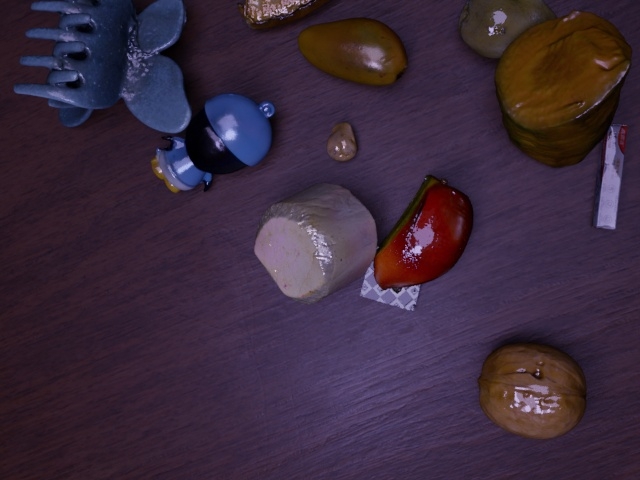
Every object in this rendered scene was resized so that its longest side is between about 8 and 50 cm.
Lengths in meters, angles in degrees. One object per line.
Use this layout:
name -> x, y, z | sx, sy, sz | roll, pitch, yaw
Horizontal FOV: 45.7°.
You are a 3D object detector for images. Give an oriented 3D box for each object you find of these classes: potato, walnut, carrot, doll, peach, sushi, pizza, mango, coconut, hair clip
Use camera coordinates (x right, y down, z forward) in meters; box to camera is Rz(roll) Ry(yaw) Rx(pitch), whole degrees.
potato -> 0.048, -0.219, 1.683 | 0.068, 0.062, 0.083 | 6, 72, -5
walnut -> 0.436, 0.310, 1.573 | 0.222, 0.195, 0.195 | 12, 94, 10
carrot -> 0.464, -0.296, 1.483 | 0.242, 0.341, 0.241 | -4, 75, 15
potato -> 0.391, -0.451, 1.578 | 0.194, 0.157, 0.157 | 13, 95, -4
doll -> -0.230, -0.219, 1.688 | 0.314, 0.141, 0.177 | -28, 119, 20
peach -> 0.221, 0.002, 1.598 | 0.159, 0.154, 0.267 | 36, 88, 2
sushi -> 0.162, 0.083, 1.689 | 0.126, 0.026, 0.120 | 15, 90, 3
pizza -> -0.105, -0.594, 1.682 | 0.288, 0.074, 0.251 | 43, 98, 6
mango -> 0.070, -0.416, 1.642 | 0.253, 0.113, 0.138 | 18, 99, 16
coconut -> 0.000, 0.000, 1.611 | 0.239, 0.244, 0.239 | 14, 115, 32
hair clip -> -0.479, -0.415, 1.628 | 0.392, 0.238, 0.318 | 9, 86, 29

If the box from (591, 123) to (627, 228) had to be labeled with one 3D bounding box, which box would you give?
box -> 0.604, -0.133, 1.591 | 0.040, 0.055, 0.218 | 6, 94, 8
